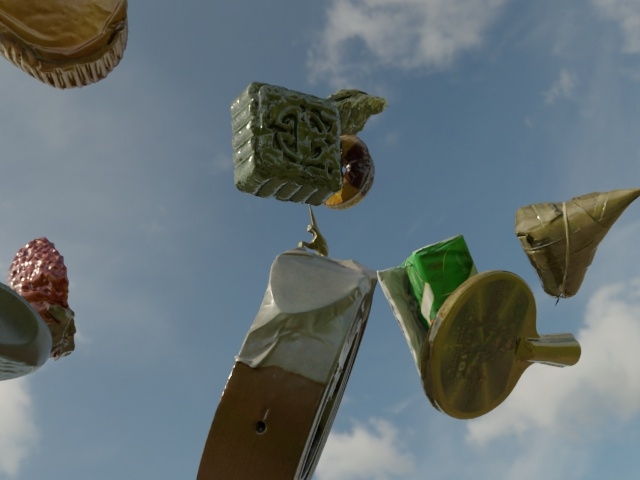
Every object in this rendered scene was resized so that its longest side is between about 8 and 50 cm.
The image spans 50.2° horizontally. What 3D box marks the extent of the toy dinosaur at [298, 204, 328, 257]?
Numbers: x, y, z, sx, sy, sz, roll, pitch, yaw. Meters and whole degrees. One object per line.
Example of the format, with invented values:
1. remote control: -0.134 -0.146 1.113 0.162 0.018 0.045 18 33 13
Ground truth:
1. toy dinosaur: 0.000 0.000 1.757 0.039 0.162 0.126 -19 -44 33

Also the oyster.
1. oyster: 0.011 -0.254 1.641 0.351 0.162 0.158 -37 -68 -7

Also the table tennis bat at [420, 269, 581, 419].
1. table tennis bat: 0.247 0.140 0.905 0.321 0.050 0.198 11 -83 -40

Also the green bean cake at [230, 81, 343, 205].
1. green bean cake: -0.053 -0.160 1.143 0.183 0.184 0.094 9 -22 -32

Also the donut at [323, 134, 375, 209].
1. donut: 0.036 -0.121 1.234 0.140 0.140 0.059 -37 -31 10

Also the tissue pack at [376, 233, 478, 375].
1. tissue pack: 0.202 0.122 1.200 0.156 0.209 0.148 -19 -11 -7

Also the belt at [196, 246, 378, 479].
1. belt: -0.037 0.173 0.844 0.122 0.338 0.217 17 -25 12

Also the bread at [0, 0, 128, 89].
1. bread: -0.363 -0.306 0.937 0.199 0.199 0.104 -12 -9 -16

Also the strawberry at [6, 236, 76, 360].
1. strawberry: -0.703 0.137 1.671 0.149 0.336 0.265 -10 -46 -27

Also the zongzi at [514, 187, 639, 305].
1. zongzi: 0.390 0.015 0.975 0.178 0.081 0.189 -16 -56 30

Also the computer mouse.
1. computer mouse: -0.520 0.102 0.892 0.203 0.114 0.374 -17 -24 17
